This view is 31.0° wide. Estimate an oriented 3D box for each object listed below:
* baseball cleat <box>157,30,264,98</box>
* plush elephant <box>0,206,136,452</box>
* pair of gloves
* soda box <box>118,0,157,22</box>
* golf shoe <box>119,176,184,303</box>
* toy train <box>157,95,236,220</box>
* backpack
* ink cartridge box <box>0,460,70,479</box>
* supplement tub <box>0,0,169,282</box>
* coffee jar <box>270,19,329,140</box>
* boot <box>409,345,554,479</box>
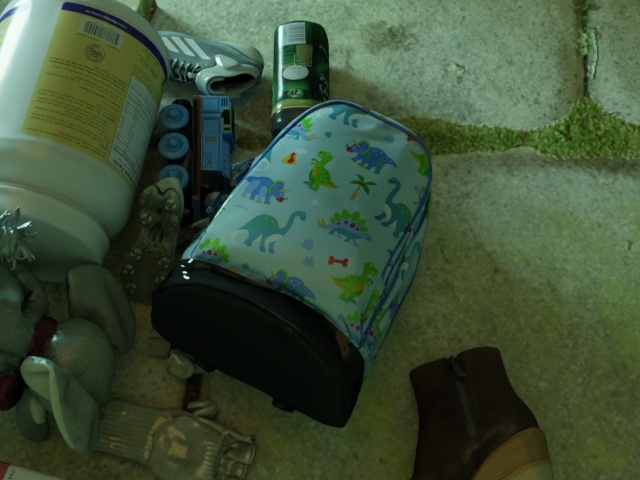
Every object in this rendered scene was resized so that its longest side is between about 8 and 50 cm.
[{"bbox_3d":[-0.185,-0.249,1.645,0.205,0.072,0.109,1,37,4],"label":"baseball cleat"},{"bbox_3d":[-0.361,0.137,1.387,0.255,0.330,0.272,43,32,-11],"label":"plush elephant"},{"bbox_3d":[-0.155,0.190,1.449,0.204,0.042,0.240,20,67,13],"label":"pair of gloves"},{"bbox_3d":[-0.342,-0.365,1.735,0.181,0.058,0.061,14,65,11],"label":"soda box"},{"bbox_3d":[-0.210,-0.002,1.511,0.069,0.176,0.086,21,25,0],"label":"golf shoe"},{"bbox_3d":[-0.168,-0.116,1.587,0.105,0.080,0.184,-2,63,-4],"label":"toy train"},{"bbox_3d":[0.000,0.000,1.435,0.290,0.273,0.355,27,45,16],"label":"backpack"},{"bbox_3d":[-0.324,0.359,1.348,0.217,0.092,0.159,14,65,9],"label":"ink cartridge box"},{"bbox_3d":[-0.345,-0.136,1.516,0.240,0.241,0.331,7,64,8],"label":"supplement tub"},{"bbox_3d":[-0.027,-0.208,1.612,0.079,0.096,0.185,-2,64,6],"label":"coffee jar"},{"bbox_3d":[0.141,0.249,1.393,0.248,0.090,0.207,-18,51,-4],"label":"boot"}]
